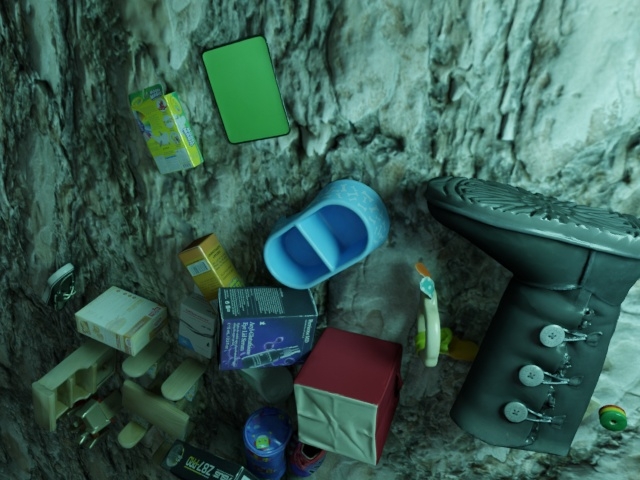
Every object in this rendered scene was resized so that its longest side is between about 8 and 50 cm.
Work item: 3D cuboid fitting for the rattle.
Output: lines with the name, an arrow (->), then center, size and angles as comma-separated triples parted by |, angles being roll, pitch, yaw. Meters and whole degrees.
rattle -> 0.251, 0.144, 0.948 | 0.142, 0.130, 0.200 | 5, 101, 17

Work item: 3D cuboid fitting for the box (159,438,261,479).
box -> -0.218, 0.721, 1.371 | 0.318, 0.097, 0.395 | -1, 136, 44

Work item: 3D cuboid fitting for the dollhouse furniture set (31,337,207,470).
dollhouse furniture set -> -0.576, 0.477, 1.413 | 0.394, 0.256, 0.362 | 26, 125, 10

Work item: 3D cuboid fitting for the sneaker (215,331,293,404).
sneaker -> -0.170, 0.312, 1.253 | 0.151, 0.094, 0.256 | 26, 155, 51

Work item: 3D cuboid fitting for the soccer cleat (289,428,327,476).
soccer cleat -> -0.031, 0.545, 1.281 | 0.108, 0.116, 0.318 | 28, 125, 9

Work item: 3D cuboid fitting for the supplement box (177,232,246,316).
supplement box -> -0.236, 0.104, 1.159 | 0.080, 0.078, 0.233 | -18, 109, 28

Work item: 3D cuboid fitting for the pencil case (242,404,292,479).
pencil case -> -0.141, 0.541, 1.289 | 0.119, 0.133, 0.306 | 9, 140, 0

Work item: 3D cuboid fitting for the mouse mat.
mouse mat -> -0.144, -0.286, 0.944 | 0.152, 0.007, 0.190 | -3, 114, 26

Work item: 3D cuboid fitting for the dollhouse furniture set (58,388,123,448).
dollhouse furniture set -> -0.799, 0.568, 1.671 | 0.259, 0.135, 0.262 | -5, 115, 39

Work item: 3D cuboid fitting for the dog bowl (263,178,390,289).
dog bowl -> 0.000, 0.000, 0.993 | 0.297, 0.074, 0.166 | -31, 101, 35

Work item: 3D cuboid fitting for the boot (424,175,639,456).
boot -> 0.314, 0.141, 0.855 | 0.367, 0.146, 0.445 | 17, 117, 15

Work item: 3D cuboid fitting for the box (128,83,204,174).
box -> -0.331, -0.237, 1.036 | 0.105, 0.043, 0.179 | -6, 116, 28

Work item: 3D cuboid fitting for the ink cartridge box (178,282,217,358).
ink cartridge box -> -0.305, 0.206, 1.256 | 0.104, 0.060, 0.180 | 22, 124, 13

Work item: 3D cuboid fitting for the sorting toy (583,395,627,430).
sorting toy -> 0.445, 0.307, 0.972 | 0.274, 0.046, 0.132 | 30, 125, 7

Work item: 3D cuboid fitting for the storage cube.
storage cube -> 0.063, 0.337, 1.077 | 0.214, 0.193, 0.184 | 9, 120, 19

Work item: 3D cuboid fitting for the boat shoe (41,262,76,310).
boat shoe -> -0.750, 0.139, 1.423 | 0.070, 0.078, 0.219 | 45, 134, -3

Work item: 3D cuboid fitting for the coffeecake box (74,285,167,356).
coffeecake box -> -0.534, 0.214, 1.317 | 0.185, 0.142, 0.068 | 18, 124, 15

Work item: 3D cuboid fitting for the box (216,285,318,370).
box -> -0.123, 0.190, 1.077 | 0.207, 0.108, 0.153 | -1, 123, -15
